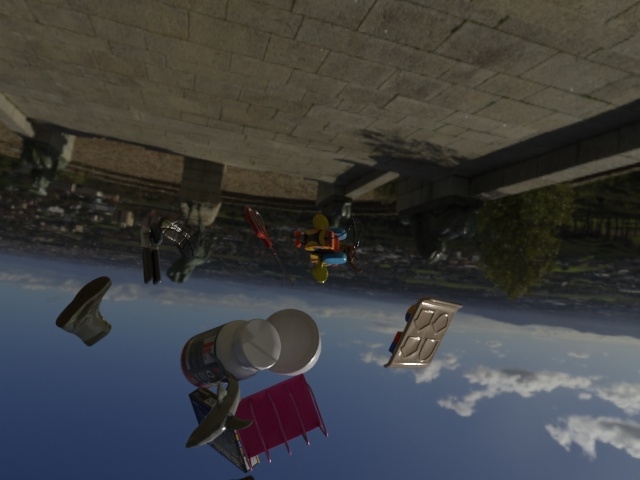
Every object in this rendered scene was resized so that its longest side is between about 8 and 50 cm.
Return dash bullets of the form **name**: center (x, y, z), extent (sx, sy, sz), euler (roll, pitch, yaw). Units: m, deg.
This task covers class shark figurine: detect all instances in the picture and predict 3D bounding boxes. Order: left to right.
- **shark figurine**: center (-0.269, 0.417, 1.233), extent (0.166, 0.116, 0.278), euler (-12, -150, 8)

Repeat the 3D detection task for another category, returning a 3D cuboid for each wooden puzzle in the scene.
- **wooden puzzle**: center (0.425, 0.388, 1.901), extent (0.322, 0.348, 0.080), euler (17, -166, -45)

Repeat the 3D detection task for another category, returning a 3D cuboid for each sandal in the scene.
- **sandal**: center (-0.483, -0.011, 1.507), extent (0.060, 0.090, 0.219), euler (11, 157, 28)

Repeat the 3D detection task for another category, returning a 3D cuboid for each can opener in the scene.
- **can opener**: center (-0.722, 0.050, 1.930), extent (0.076, 0.283, 0.095), euler (12, 139, -41)

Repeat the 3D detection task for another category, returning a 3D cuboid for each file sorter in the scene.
- **file sorter**: center (-0.146, 0.628, 1.552), extent (0.291, 0.202, 0.182), euler (-19, 179, -14)

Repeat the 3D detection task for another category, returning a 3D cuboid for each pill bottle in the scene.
- **pill bottle**: center (-0.327, 0.405, 1.620), extent (0.363, 0.210, 0.210), euler (-26, 153, 38)

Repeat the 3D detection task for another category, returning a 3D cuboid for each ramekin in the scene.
- **ramekin**: center (-0.121, 0.428, 1.848), extent (0.273, 0.273, 0.127), euler (4, 152, 18)

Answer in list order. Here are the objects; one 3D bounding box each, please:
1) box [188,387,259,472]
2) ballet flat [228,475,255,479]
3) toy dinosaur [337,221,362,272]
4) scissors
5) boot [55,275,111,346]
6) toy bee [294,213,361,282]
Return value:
- **box**: center (-0.403, 0.768, 1.846), extent (0.322, 0.257, 0.079), euler (6, -154, 45)
- **ballet flat**: center (-0.374, 1.096, 2.002), extent (0.173, 0.049, 0.057), euler (-16, -171, 6)
- **toy dinosaur**: center (0.087, 0.024, 1.618), extent (0.064, 0.211, 0.112), euler (-20, 172, -7)
- **scissors**: center (-0.164, 0.026, 1.436), extent (0.021, 0.297, 0.109), euler (-26, 179, 9)
- **boot**: center (-0.765, 0.242, 1.532), extent (0.077, 0.213, 0.165), euler (17, 149, 32)
- **toy bee**: center (0.000, 0.000, 1.294), extent (0.162, 0.195, 0.298), euler (4, 141, -9)
